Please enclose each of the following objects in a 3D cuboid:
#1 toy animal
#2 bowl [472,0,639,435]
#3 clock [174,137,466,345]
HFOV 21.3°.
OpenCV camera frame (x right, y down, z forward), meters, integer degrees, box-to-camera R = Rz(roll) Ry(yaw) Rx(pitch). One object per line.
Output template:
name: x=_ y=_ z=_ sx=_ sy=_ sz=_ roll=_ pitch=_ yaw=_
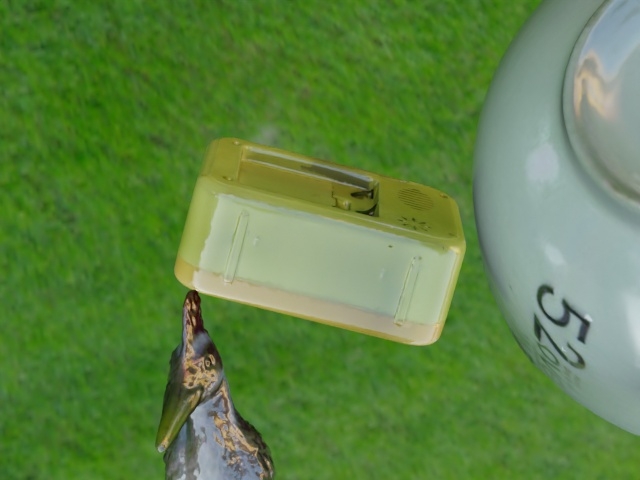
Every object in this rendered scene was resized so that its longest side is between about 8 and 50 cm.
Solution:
toy animal: x=-0.051 y=0.117 z=0.787 sx=0.070 sy=0.105 sz=0.202 roll=-8 pitch=115 yaw=-2
bowl: x=0.248 y=-0.059 z=1.038 sx=0.354 sy=0.354 sz=0.185 roll=-28 pitch=155 yaw=7
clock: x=0.000 y=0.000 z=1.271 sx=0.202 sy=0.143 sz=0.096 roll=13 pitch=107 yaw=-4
